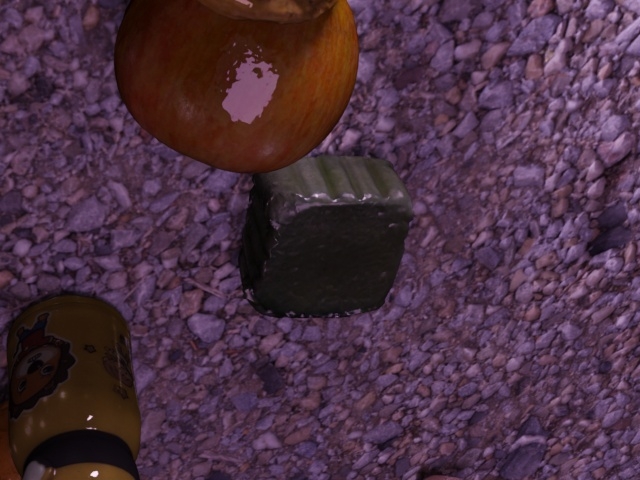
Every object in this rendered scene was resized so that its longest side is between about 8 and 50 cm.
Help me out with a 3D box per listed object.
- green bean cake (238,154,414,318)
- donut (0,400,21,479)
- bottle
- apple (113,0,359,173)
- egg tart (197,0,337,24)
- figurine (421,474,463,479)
[{"bbox_3d":[0.000,0.000,1.290,0.223,0.125,0.227,-3,128,-19],"label":"green bean cake"},{"bbox_3d":[-0.398,0.324,1.341,0.114,0.226,0.226,-36,128,15],"label":"donut"},{"bbox_3d":[-0.311,0.236,1.216,0.171,0.351,0.171,-9,126,-13],"label":"bottle"},{"bbox_3d":[-0.084,-0.211,1.024,0.264,0.264,0.264,-9,127,-12],"label":"apple"},{"bbox_3d":[-0.079,-0.355,0.870,0.341,0.341,0.129,16,146,-27],"label":"egg tart"},{"bbox_3d":[0.214,0.487,1.716,0.125,0.125,0.138,-7,138,-13],"label":"figurine"}]
